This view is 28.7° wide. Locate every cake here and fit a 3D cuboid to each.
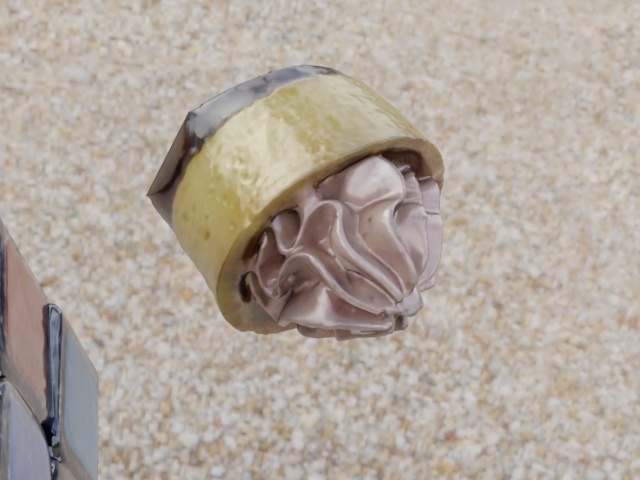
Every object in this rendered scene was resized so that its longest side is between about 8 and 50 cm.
[{"bbox_3d":[0.000,0.000,0.888,0.207,0.185,0.178,-18,55,-13],"label":"cake"}]

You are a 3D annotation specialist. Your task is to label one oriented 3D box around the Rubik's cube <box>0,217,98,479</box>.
[{"bbox_3d":[-0.333,0.173,0.726,0.363,0.359,0.362,-9,56,3],"label":"Rubik's cube"}]
